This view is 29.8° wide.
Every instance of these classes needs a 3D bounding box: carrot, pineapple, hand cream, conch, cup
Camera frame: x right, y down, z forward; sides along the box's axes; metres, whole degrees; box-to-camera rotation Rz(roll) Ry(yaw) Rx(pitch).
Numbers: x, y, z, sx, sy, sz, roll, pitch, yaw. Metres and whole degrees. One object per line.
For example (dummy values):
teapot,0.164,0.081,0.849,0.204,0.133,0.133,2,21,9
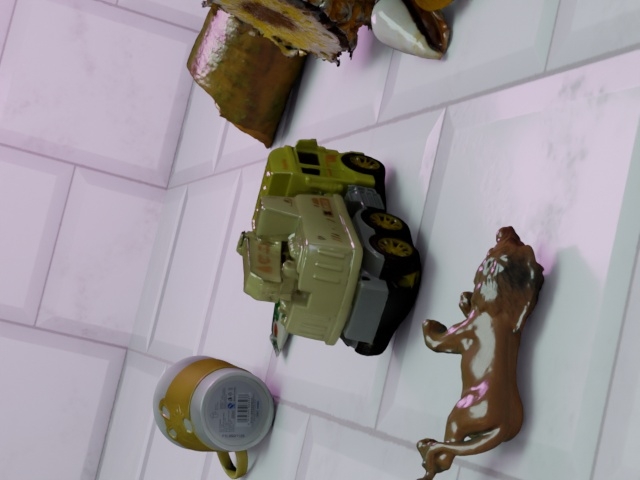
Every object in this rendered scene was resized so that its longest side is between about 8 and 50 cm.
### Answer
carrot,-0.158,-0.385,2.585,0.241,0.241,0.340,-106,36,-57
pineapple,-0.033,-0.503,2.142,0.300,0.352,0.352,-66,16,-16
hand cream,-0.052,0.075,2.205,0.095,0.059,0.276,-121,44,-68
conch,0.144,-0.343,1.899,0.104,0.094,0.176,-40,27,2
cup,-0.186,0.336,2.249,0.226,0.185,0.241,-9,102,64

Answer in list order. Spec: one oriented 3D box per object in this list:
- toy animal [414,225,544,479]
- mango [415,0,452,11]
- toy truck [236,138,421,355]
toy animal,0.192,0.137,1.392,0.157,0.097,0.312,-27,52,58
mango,0.191,-0.461,1.830,0.147,0.109,0.227,22,97,47
toy truck,0.000,0.000,1.816,0.405,0.254,0.180,-103,29,-60
